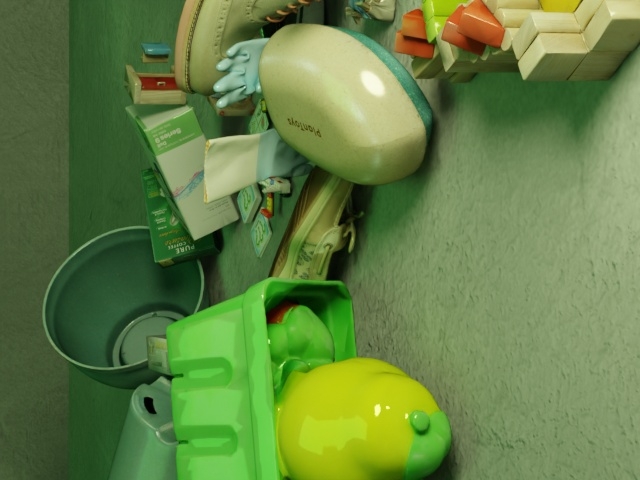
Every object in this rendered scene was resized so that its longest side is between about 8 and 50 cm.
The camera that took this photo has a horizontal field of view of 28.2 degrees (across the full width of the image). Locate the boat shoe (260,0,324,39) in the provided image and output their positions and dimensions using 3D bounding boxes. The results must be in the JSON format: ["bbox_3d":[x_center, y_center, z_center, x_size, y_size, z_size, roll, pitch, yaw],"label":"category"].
[{"bbox_3d":[-0.068,-0.357,1.714,0.121,0.119,0.335,-178,86,-69],"label":"boat shoe"}]

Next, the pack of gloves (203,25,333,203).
[{"bbox_3d":[-0.049,-0.157,1.598,0.046,0.232,0.195,18,115,36],"label":"pack of gloves"}]

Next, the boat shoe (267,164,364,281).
[{"bbox_3d":[0.000,0.000,1.656,0.285,0.089,0.105,115,172,-46],"label":"boat shoe"}]

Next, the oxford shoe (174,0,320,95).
[{"bbox_3d":[-0.059,-0.317,1.567,0.397,0.146,0.140,-58,-6,36],"label":"oxford shoe"}]

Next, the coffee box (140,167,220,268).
[{"bbox_3d":[-0.246,-0.051,2.226,0.040,0.113,0.184,61,-166,-66],"label":"coffee box"}]

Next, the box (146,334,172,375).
[{"bbox_3d":[-0.144,0.165,1.893,0.231,0.183,0.056,175,92,-70],"label":"box"}]

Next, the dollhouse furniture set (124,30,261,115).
[{"bbox_3d":[-0.195,-0.273,1.965,0.129,0.183,0.129,-125,38,-54],"label":"dollhouse furniture set"}]

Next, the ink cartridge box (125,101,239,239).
[{"bbox_3d":[-0.225,-0.127,2.087,0.212,0.093,0.154,67,170,-27],"label":"ink cartridge box"}]

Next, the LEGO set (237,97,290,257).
[{"bbox_3d":[-0.103,-0.107,1.929,0.244,0.060,0.182,120,138,-54],"label":"LEGO set"}]

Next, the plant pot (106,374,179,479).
[{"bbox_3d":[-0.181,0.395,1.862,0.341,0.341,0.334,-136,55,-61],"label":"plant pot"}]

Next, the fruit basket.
[{"bbox_3d":[0.011,0.223,1.499,0.392,0.283,0.392,-2,86,26],"label":"fruit basket"}]

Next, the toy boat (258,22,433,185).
[{"bbox_3d":[0.029,-0.214,1.414,0.267,0.148,0.318,32,147,47],"label":"toy boat"}]

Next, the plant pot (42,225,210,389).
[{"bbox_3d":[-0.324,0.149,2.279,0.196,0.293,0.293,71,180,-53],"label":"plant pot"}]

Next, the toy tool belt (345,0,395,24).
[{"bbox_3d":[0.052,-0.281,1.506,0.083,0.051,0.052,-152,62,-66],"label":"toy tool belt"}]

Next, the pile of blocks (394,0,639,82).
[{"bbox_3d":[0.153,-0.219,1.168,0.362,0.112,0.149,-163,71,-67],"label":"pile of blocks"}]
